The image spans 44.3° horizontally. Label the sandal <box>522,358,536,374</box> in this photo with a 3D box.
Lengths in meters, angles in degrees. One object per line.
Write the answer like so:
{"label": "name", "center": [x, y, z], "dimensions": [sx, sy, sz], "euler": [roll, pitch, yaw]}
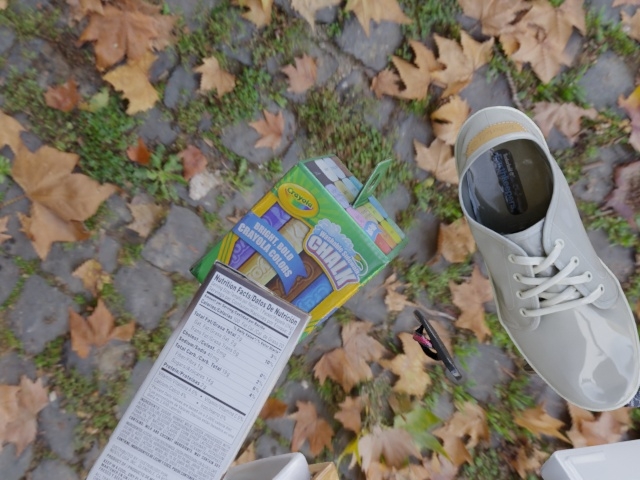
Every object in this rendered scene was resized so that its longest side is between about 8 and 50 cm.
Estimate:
{"label": "sandal", "center": [0.516, 0.255, 1.591], "dimensions": [0.219, 0.090, 0.060], "euler": [-15, 108, 37]}

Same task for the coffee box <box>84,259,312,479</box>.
{"label": "coffee box", "center": [-0.138, 0.185, 0.832], "dimensions": [0.119, 0.168, 0.297], "euler": [30, 74, -2]}

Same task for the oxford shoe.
{"label": "oxford shoe", "center": [0.296, 0.038, 1.040], "dimensions": [0.169, 0.130, 0.449], "euler": [-22, 99, 15]}

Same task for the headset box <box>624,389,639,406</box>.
{"label": "headset box", "center": [0.628, 0.310, 1.545], "dimensions": [0.083, 0.062, 0.032], "euler": [0, 81, -1]}

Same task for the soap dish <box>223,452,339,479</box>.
{"label": "soap dish", "center": [-0.106, 0.374, 0.941], "dimensions": [0.229, 0.291, 0.118], "euler": [-39, 92, -33]}

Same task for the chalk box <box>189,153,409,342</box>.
{"label": "chalk box", "center": [0.000, 0.000, 1.096], "dimensions": [0.289, 0.180, 0.179], "euler": [-42, 86, 19]}

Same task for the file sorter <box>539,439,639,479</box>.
{"label": "file sorter", "center": [0.235, 0.285, 0.480], "dimensions": [0.173, 0.193, 0.277], "euler": [-59, 43, 31]}

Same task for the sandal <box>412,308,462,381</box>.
{"label": "sandal", "center": [0.192, 0.184, 1.379], "dimensions": [0.040, 0.179, 0.067], "euler": [-36, 125, 8]}
